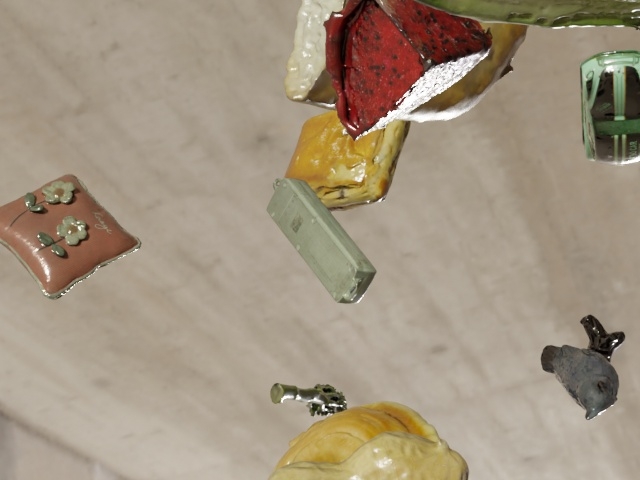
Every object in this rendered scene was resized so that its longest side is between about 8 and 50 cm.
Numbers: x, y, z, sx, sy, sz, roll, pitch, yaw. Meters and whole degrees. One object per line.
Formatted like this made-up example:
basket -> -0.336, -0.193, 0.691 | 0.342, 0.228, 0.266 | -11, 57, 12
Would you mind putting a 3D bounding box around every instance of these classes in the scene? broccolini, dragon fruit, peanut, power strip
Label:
broccolini -> -0.035, 0.328, 2.614 | 0.074, 0.079, 0.392 | -61, -24, 2
dragon fruit -> 0.079, -0.196, 1.342 | 0.127, 0.161, 0.120 | -18, -111, -45
peanut -> 0.054, 0.305, 1.580 | 0.101, 0.263, 0.117 | 92, 163, -85
power strip -> 0.000, 0.000, 2.035 | 0.052, 0.078, 0.272 | 4, -145, -42

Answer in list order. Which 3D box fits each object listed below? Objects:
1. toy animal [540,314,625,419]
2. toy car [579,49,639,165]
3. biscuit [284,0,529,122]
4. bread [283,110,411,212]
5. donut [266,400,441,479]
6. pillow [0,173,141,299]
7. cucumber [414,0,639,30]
toy animal -> 0.368, 0.180, 1.801 | 0.210, 0.117, 0.121 | -26, -46, -74
toy car -> 0.549, -0.226, 2.345 | 0.306, 0.136, 0.125 | 68, -157, -60
biscuit -> 0.145, -0.369, 1.676 | 0.446, 0.104, 0.429 | 2, -79, -48
bread -> 0.038, -0.150, 2.233 | 0.099, 0.235, 0.210 | 41, -124, -33
donut -> 0.054, 0.489, 2.210 | 0.198, 0.449, 0.448 | 31, -142, -35
pillow -> -0.377, -0.014, 1.855 | 0.179, 0.171, 0.075 | 44, 147, 20
cucumber -> 0.180, -0.274, 1.142 | 0.145, 0.325, 0.105 | 116, 143, -48
